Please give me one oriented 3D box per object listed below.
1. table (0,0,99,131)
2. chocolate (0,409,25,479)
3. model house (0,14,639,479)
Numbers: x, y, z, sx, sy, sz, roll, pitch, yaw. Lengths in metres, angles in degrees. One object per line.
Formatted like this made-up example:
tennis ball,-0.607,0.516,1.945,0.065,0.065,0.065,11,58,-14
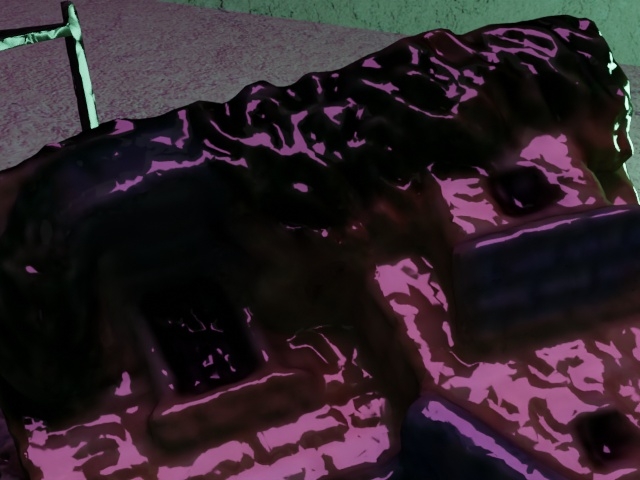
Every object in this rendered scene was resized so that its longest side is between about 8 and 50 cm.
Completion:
table,-0.411,-0.076,1.343,0.335,0.272,0.222,-1,16,29
chocolate,-0.238,0.188,1.086,0.110,0.110,0.248,-10,27,-35
model house,0.038,0.150,0.837,0.445,0.395,0.400,-14,57,-15
